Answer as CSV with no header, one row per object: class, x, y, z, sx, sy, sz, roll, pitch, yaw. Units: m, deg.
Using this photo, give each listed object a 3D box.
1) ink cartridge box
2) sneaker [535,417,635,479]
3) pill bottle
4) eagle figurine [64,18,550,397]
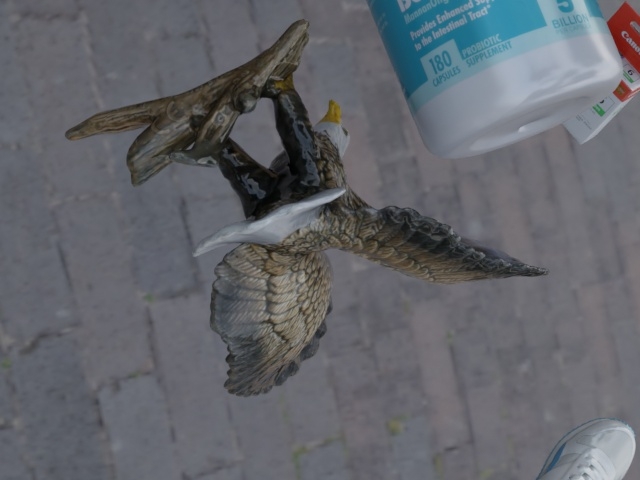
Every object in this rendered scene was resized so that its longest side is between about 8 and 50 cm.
ink cartridge box,0.238,-0.141,1.234,0.029,0.115,0.063,-31,76,-41
sneaker,0.279,0.293,1.648,0.228,0.092,0.087,-42,102,-13
pill bottle,0.095,-0.200,1.006,0.146,0.146,0.264,-11,77,-53
eagle figurine,0.005,-0.008,1.035,0.225,0.226,0.298,-48,125,-22
